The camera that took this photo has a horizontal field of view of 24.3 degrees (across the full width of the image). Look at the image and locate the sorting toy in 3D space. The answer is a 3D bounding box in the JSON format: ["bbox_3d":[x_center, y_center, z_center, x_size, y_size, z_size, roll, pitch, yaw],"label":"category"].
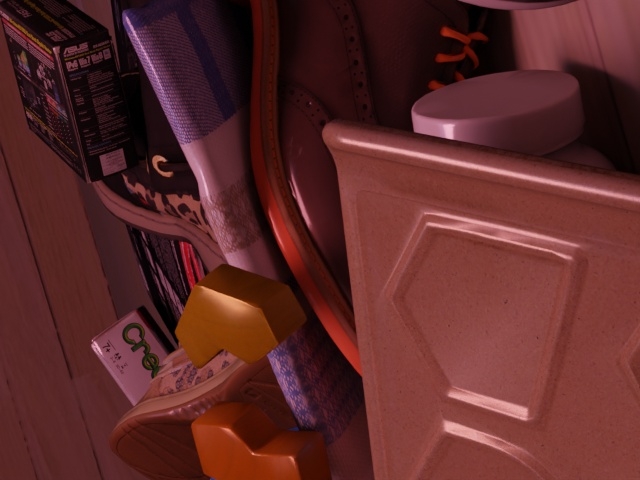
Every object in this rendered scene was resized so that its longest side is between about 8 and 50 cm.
[{"bbox_3d":[0.067,0.059,0.534,0.307,0.041,0.229,15,128,37],"label":"sorting toy"}]

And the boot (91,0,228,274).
[{"bbox_3d":[-0.085,-0.136,0.951,0.377,0.138,0.284,-139,33,-59],"label":"boot"}]

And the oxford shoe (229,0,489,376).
[{"bbox_3d":[0.027,-0.062,0.641,0.097,0.098,0.271,-8,-98,-65],"label":"oxford shoe"}]

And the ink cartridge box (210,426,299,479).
[{"bbox_3d":[0.007,0.175,0.941,0.203,0.148,0.086,110,140,-67],"label":"ink cartridge box"}]

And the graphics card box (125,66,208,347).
[{"bbox_3d":[-0.092,0.012,1.240,0.371,0.094,0.233,-134,26,-60],"label":"graphics card box"}]

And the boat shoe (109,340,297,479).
[{"bbox_3d":[-0.047,0.101,1.014,0.104,0.089,0.285,37,141,-20],"label":"boat shoe"}]

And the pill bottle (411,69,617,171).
[{"bbox_3d":[0.081,0.014,0.586,0.086,0.086,0.152,-140,35,-66],"label":"pill bottle"}]

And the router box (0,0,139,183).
[{"bbox_3d":[-0.161,-0.100,0.939,0.122,0.038,0.092,37,144,54],"label":"router box"}]

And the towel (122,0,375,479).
[{"bbox_3d":[0.000,0.000,0.712,0.285,0.034,0.209,67,-157,-15],"label":"towel"}]

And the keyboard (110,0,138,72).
[{"bbox_3d":[-0.186,-0.209,1.499,0.317,0.033,0.202,90,164,-54],"label":"keyboard"}]

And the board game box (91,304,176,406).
[{"bbox_3d":[-0.092,0.195,1.318,0.305,0.053,0.193,55,175,-2],"label":"board game box"}]

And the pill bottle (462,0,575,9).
[{"bbox_3d":[0.073,-0.145,0.357,0.208,0.119,0.119,131,121,-74],"label":"pill bottle"}]
